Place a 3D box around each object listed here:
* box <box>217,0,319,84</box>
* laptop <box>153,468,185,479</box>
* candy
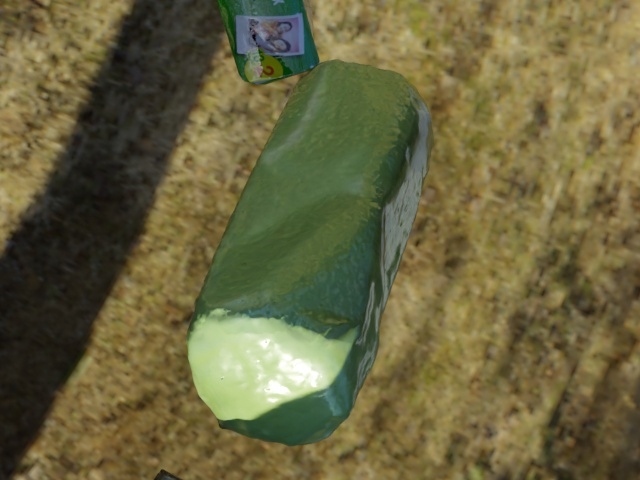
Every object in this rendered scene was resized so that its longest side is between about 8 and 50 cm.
[{"bbox_3d":[-0.072,-0.315,1.673,0.103,0.250,0.180,-15,126,4],"label":"box"},{"bbox_3d":[-0.073,0.289,1.416,0.154,0.207,0.026,106,10,-73],"label":"laptop"},{"bbox_3d":[0.000,0.000,1.054,0.344,0.132,0.142,-69,177,-50],"label":"candy"}]
